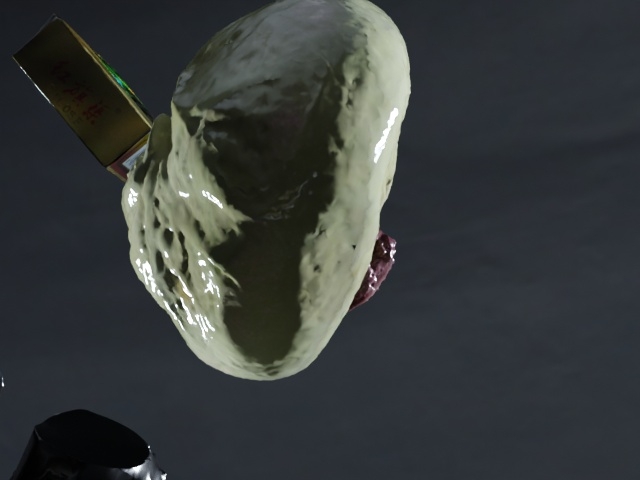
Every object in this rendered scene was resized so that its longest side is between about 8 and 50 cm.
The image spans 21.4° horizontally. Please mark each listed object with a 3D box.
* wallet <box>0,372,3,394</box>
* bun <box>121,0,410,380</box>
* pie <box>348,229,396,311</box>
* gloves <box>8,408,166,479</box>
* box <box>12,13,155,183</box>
[{"bbox_3d":[-0.582,0.182,2.103,0.377,0.197,0.051,27,175,-29],"label":"wallet"},{"bbox_3d":[-0.060,-0.057,1.510,0.213,0.361,0.361,15,154,-13],"label":"bun"},{"bbox_3d":[0.000,0.000,1.981,0.204,0.218,0.054,-34,135,14],"label":"pie"},{"bbox_3d":[-0.202,0.245,1.364,0.164,0.124,0.203,6,119,-48],"label":"gloves"},{"bbox_3d":[-0.224,-0.133,1.766,0.071,0.159,0.240,-42,173,-1],"label":"box"}]
